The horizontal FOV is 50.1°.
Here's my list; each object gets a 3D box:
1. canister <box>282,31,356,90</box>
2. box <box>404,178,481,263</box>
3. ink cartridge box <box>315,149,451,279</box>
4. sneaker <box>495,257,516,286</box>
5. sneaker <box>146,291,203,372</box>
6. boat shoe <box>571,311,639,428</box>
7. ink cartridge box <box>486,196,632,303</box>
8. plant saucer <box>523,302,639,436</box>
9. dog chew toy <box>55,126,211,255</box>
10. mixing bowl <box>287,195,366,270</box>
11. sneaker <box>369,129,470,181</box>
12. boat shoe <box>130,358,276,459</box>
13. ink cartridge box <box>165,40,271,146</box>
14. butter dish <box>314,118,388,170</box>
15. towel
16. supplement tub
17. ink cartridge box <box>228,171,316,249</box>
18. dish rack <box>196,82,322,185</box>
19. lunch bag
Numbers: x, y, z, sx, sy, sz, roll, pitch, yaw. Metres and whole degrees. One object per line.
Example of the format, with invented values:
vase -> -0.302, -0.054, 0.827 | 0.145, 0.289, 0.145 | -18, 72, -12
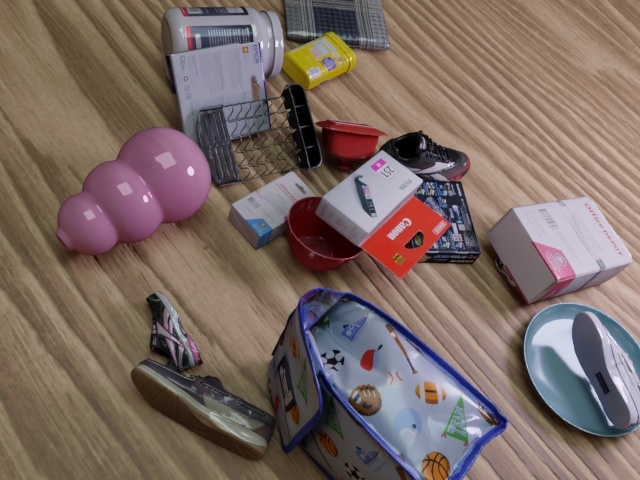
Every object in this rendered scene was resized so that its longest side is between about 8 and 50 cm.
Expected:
canister -> -0.007, -0.484, 1.855 | 0.170, 0.073, 0.126 | -32, 72, -30
box -> 0.279, -0.050, 1.666 | 0.175, 0.051, 0.220 | 1, 58, -16
ink cartridge box -> 0.157, -0.066, 1.542 | 0.239, 0.060, 0.275 | 38, 44, 11
sneaker -> 0.456, 0.069, 1.649 | 0.032, 0.037, 0.083 | -25, 66, -27
sneaker -> -0.303, 0.181, 1.335 | 0.077, 0.072, 0.178 | -28, 63, -18
boat shoe -> 0.631, 0.275, 1.490 | 0.084, 0.095, 0.257 | -6, 70, -24
ink cartridge box -> 0.575, 0.018, 1.645 | 0.283, 0.117, 0.207 | -9, 60, -32
plant saucer -> 0.595, 0.290, 1.542 | 0.318, 0.043, 0.317 | 8, 55, -11
dog chew toy -> -0.391, -0.091, 1.413 | 0.332, 0.206, 0.206 | -38, 74, -25
mixing bowl -> 0.000, 0.000, 1.513 | 0.182, 0.098, 0.181 | 14, 46, -15
sneaker -> 0.264, -0.208, 1.716 | 0.276, 0.135, 0.097 | -1, 56, -18
boat shoe -> -0.212, 0.298, 1.267 | 0.285, 0.102, 0.092 | 31, 49, 0
ink cartridge box -> -0.237, -0.347, 1.623 | 0.224, 0.223, 0.045 | -16, 24, -25
butter dish -> 0.068, -0.232, 1.692 | 0.160, 0.118, 0.160 | 5, 13, -14
towel -> 0.039, -0.689, 2.026 | 0.313, 0.056, 0.324 | 2, 59, -11
supplement tub -> -0.247, -0.485, 1.710 | 0.273, 0.191, 0.191 | -8, 60, -21
ink cartridge box -> -0.105, -0.071, 1.560 | 0.181, 0.061, 0.104 | -33, 72, -31
dish rack -> -0.147, -0.242, 1.605 | 0.272, 0.074, 0.208 | -16, 92, -24
lunch bag -> 0.068, 0.292, 1.213 | 0.385, 0.327, 0.239 | 45, 58, 12
